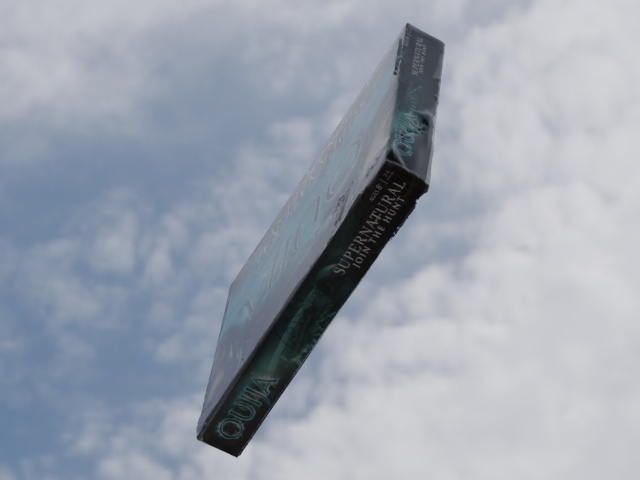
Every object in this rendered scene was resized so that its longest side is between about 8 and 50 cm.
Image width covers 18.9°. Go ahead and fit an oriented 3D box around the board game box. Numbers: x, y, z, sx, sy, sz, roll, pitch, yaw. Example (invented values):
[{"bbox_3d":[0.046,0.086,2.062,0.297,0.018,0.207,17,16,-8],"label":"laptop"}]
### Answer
[{"bbox_3d":[0.000,0.000,0.915,0.026,0.126,0.186,27,-57,-11],"label":"board game box"}]
